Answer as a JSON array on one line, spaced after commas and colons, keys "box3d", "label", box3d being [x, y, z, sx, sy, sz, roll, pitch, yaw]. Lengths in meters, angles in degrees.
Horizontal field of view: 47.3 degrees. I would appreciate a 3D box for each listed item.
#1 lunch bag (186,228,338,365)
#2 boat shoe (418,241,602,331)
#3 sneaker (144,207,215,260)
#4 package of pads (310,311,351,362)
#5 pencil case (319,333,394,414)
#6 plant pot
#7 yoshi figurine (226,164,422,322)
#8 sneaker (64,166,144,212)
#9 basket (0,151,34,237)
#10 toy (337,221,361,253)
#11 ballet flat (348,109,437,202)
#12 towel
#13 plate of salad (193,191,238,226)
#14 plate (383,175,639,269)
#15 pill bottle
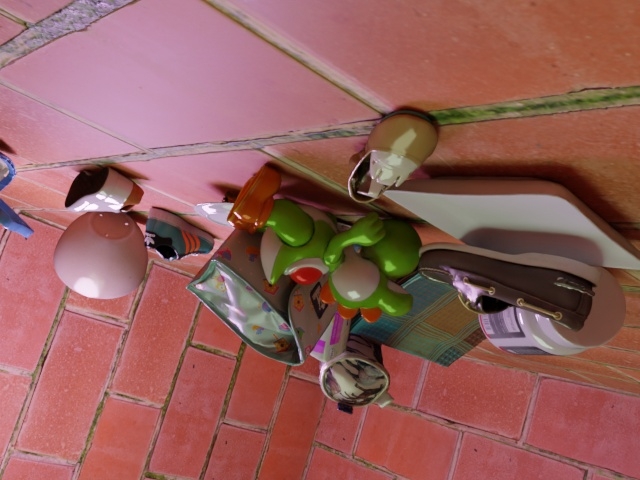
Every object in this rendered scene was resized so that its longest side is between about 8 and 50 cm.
[{"box3d": [-0.080, 0.084, 1.387, 0.262, 0.223, 0.160, 42, 132, -6], "label": "lunch bag"}, {"box3d": [0.272, 0.069, 1.143, 0.117, 0.096, 0.325, 24, 169, -41], "label": "boat shoe"}, {"box3d": [-0.412, 0.007, 2.101, 0.108, 0.120, 0.302, 13, 169, 26], "label": "sneaker"}, {"box3d": [-0.060, 0.106, 1.652, 0.297, 0.229, 0.101, 24, -153, 31], "label": "package of pads"}, {"box3d": [0.090, 0.255, 1.859, 0.183, 0.160, 0.410, 48, -162, -17], "label": "pencil case"}, {"box3d": [-0.655, 0.009, 2.230, 0.284, 0.284, 0.191, 19, 134, -11], "label": "plant pot"}, {"box3d": [0.031, -0.013, 1.294, 0.362, 0.203, 0.203, 33, 126, -10], "label": "yoshi figurine"}, {"box3d": [-0.516, -0.101, 1.741, 0.123, 0.105, 0.290, 27, 164, -34], "label": "sneaker"}, {"box3d": [-0.820, -0.125, 1.755, 0.289, 0.201, 0.255, 50, 167, -3], "label": "basket"}, {"box3d": [0.000, 0.000, 1.494, 0.238, 0.056, 0.137, 13, 157, -11], "label": "toy"}, {"box3d": [0.085, -0.092, 0.908, 0.080, 0.073, 0.232, 18, 169, -6], "label": "ballet flat"}, {"box3d": [0.268, 0.179, 1.701, 0.370, 0.040, 0.271, 25, 126, -35], "label": "towel"}, {"box3d": [-0.169, -0.061, 1.558, 0.200, 0.048, 0.200, 6, 168, 1], "label": "plate of salad"}, {"box3d": [0.271, -0.031, 1.009, 0.278, 0.045, 0.277, 6, 165, 47], "label": "plate"}, {"box3d": [0.398, 0.120, 1.277, 0.161, 0.161, 0.283, 18, 170, -5], "label": "pill bottle"}]
